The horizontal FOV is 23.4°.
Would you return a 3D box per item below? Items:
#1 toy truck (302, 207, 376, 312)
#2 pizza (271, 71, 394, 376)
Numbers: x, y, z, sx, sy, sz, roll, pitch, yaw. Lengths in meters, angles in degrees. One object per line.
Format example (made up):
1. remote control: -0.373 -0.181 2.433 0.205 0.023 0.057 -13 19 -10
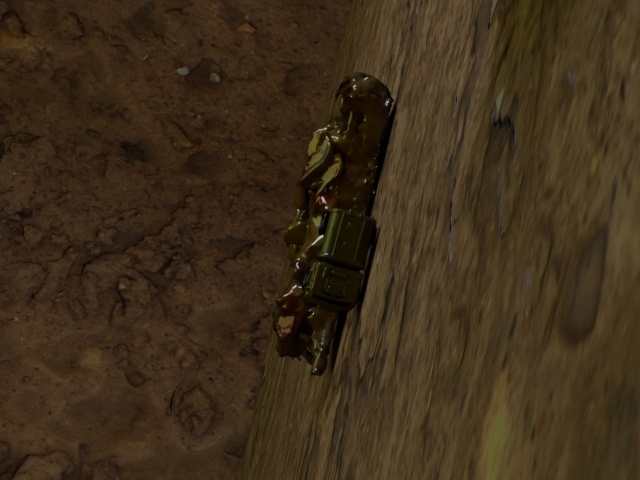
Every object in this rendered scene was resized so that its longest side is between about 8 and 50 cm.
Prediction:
1. toy truck: 0.017 0.017 1.285 0.054 0.049 0.083 127 158 -80
2. pizza: 0.000 0.000 1.506 0.251 0.074 0.287 105 180 -77
